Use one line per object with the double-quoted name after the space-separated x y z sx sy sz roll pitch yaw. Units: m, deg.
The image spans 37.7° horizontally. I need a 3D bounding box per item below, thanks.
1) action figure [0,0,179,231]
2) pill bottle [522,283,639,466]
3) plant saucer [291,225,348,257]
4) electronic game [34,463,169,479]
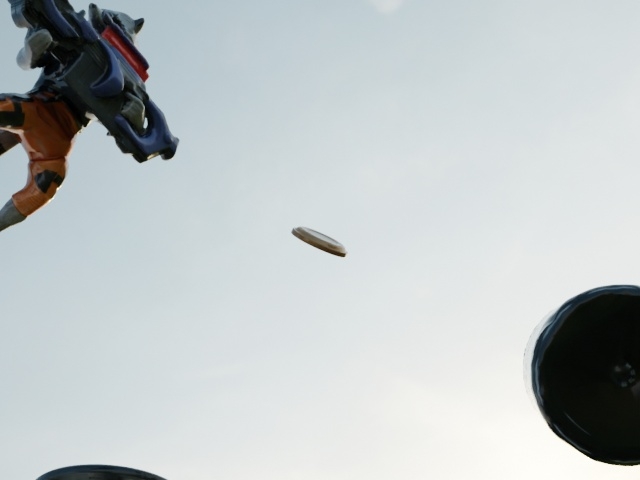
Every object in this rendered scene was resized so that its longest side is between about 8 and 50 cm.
-0.349 -0.191 1.115 0.330 0.178 0.341 -46 -59 -29 "action figure"
0.219 0.101 0.723 0.122 0.123 0.219 -32 -11 5 "pill bottle"
0.000 0.000 1.281 0.083 0.083 0.013 15 -77 -47 "plant saucer"
-0.308 0.380 1.368 0.229 0.048 0.229 1 -37 1 "electronic game"
